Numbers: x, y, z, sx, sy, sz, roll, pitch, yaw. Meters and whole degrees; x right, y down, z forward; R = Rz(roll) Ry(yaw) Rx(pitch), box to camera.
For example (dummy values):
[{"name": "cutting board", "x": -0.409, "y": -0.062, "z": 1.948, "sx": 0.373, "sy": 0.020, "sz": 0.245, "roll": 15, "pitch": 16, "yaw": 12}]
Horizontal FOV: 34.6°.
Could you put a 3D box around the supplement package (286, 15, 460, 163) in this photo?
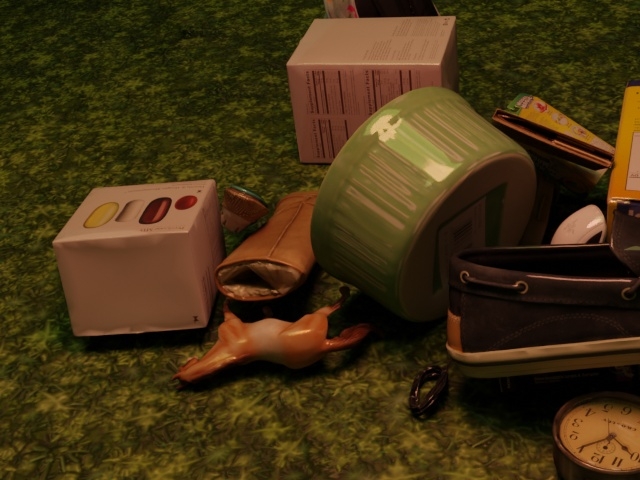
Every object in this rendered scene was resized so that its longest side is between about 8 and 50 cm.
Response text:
[{"name": "supplement package", "x": 0.101, "y": -0.264, "z": 1.808, "sx": 0.262, "sy": 0.198, "sz": 0.199, "roll": 2, "pitch": 35, "yaw": 15}]

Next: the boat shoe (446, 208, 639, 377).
[{"name": "boat shoe", "x": 0.373, "y": 0.040, "z": 1.147, "sx": 0.500, "sy": 0.156, "sz": 0.187, "roll": -11, "pitch": 8, "yaw": 22}]

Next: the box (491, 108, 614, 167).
[{"name": "box", "x": 0.315, "y": -0.136, "z": 1.415, "sx": 0.164, "sy": 0.021, "sz": 0.201, "roll": 23, "pitch": 6, "yaw": 8}]

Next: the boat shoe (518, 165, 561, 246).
[{"name": "boat shoe", "x": 0.324, "y": -0.082, "z": 1.593, "sx": 0.094, "sy": 0.109, "sz": 0.302, "roll": 24, "pitch": 45, "yaw": 7}]

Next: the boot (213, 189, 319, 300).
[{"name": "boot", "x": 0.000, "y": 0.000, "z": 1.493, "sx": 0.236, "sy": 0.089, "sz": 0.269, "roll": -10, "pitch": 19, "yaw": 21}]

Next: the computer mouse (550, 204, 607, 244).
[{"name": "computer mouse", "x": 0.304, "y": 0.038, "z": 1.314, "sx": 0.042, "sy": 0.193, "sz": 0.106, "roll": 8, "pitch": 28, "yaw": -19}]

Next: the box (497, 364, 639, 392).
[{"name": "box", "x": 0.293, "y": 0.150, "z": 1.249, "sx": 0.162, "sy": 0.029, "sz": 0.116, "roll": -4, "pitch": 8, "yaw": 5}]

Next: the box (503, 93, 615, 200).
[{"name": "box", "x": 0.353, "y": -0.148, "z": 1.561, "sx": 0.179, "sy": 0.043, "sz": 0.105, "roll": 38, "pitch": 50, "yaw": 10}]

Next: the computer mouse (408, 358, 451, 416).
[{"name": "computer mouse", "x": 0.188, "y": 0.145, "z": 1.315, "sx": 0.071, "sy": 0.041, "sz": 0.242, "roll": -6, "pitch": 32, "yaw": 50}]

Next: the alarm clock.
[{"name": "alarm clock", "x": 0.310, "y": 0.237, "z": 1.117, "sx": 0.129, "sy": 0.064, "sz": 0.192, "roll": 17, "pitch": 37, "yaw": 33}]

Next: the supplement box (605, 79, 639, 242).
[{"name": "supplement box", "x": 0.502, "y": -0.059, "z": 1.409, "sx": 0.194, "sy": 0.195, "sz": 0.356, "roll": 5, "pitch": 34, "yaw": 19}]

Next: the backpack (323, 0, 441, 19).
[{"name": "backpack", "x": 0.118, "y": -0.432, "z": 2.018, "sx": 0.225, "sy": 0.253, "sz": 0.191, "roll": -35, "pitch": 21, "yaw": -33}]

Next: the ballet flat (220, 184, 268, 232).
[{"name": "ballet flat", "x": -0.116, "y": -0.042, "z": 1.527, "sx": 0.073, "sy": 0.067, "sz": 0.206, "roll": 30, "pitch": 1, "yaw": 1}]

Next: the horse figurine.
[{"name": "horse figurine", "x": -0.053, "y": 0.125, "z": 1.369, "sx": 0.263, "sy": 0.066, "sz": 0.174, "roll": -2, "pitch": 26, "yaw": 15}]

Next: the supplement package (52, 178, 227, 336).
[{"name": "supplement package", "x": -0.250, "y": 0.020, "z": 1.470, "sx": 0.194, "sy": 0.149, "sz": 0.203, "roll": -5, "pitch": 23, "yaw": 6}]

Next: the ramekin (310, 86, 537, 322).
[{"name": "ramekin", "x": 0.148, "y": -0.037, "z": 1.367, "sx": 0.303, "sy": 0.303, "sz": 0.148, "roll": -29, "pitch": 50, "yaw": -29}]
